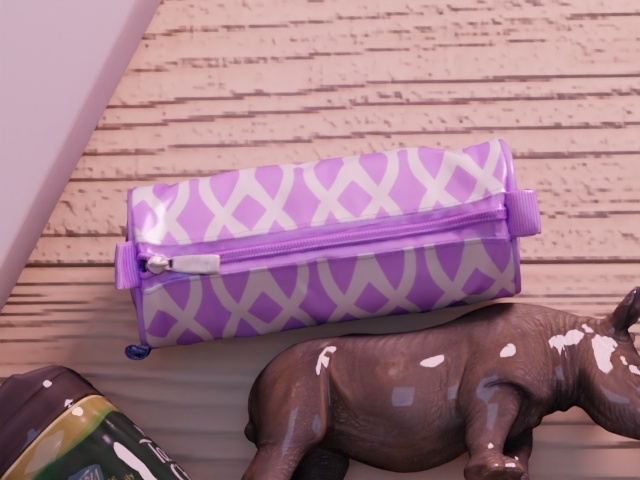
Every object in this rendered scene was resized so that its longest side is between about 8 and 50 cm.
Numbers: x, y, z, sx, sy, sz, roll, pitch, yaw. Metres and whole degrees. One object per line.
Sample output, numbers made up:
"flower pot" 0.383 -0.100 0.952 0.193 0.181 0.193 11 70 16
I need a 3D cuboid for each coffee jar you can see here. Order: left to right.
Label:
"coffee jar" -0.088 0.140 0.930 0.184 0.096 0.079 42 85 10

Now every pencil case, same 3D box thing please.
"pencil case" 0.000 0.000 0.961 0.206 0.088 0.086 -9 79 0

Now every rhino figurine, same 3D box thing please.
"rhino figurine" 0.078 0.079 0.944 0.243 0.073 0.106 -11 55 -1

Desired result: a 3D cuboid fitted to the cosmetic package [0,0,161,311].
"cosmetic package" -0.225 -0.036 0.931 0.197 0.155 0.366 25 80 -4
